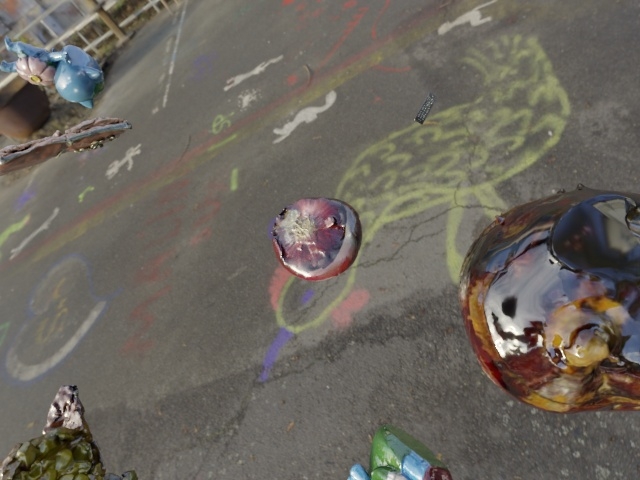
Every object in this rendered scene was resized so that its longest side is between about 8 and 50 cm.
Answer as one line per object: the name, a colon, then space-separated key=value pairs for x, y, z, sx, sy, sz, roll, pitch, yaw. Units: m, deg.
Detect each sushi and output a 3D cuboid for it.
sushi: x=-0.376 y=0.359 z=0.589 sx=0.179 sy=0.167 sz=0.296 roll=-39 pitch=18 yaw=9

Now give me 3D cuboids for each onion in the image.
onion: x=0.000 y=0.000 z=1.280 sx=0.271 sy=0.195 sz=0.272 roll=-5 pitch=68 yaw=12

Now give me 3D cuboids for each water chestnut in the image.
water chestnut: x=0.365 y=0.083 z=0.618 sx=0.334 sy=0.347 sz=0.336 roll=0 pitch=90 yaw=9

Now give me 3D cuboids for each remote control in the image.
remote control: x=0.305 y=-0.385 z=1.255 sx=0.091 sy=0.034 sz=0.016 roll=-61 pitch=16 yaw=5

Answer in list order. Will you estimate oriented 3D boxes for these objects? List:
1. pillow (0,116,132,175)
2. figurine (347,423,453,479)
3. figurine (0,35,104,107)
pillow: x=-0.462 y=-0.169 z=0.766 sx=0.232 sy=0.043 sz=0.126 roll=-34 pitch=16 yaw=-36
figurine: x=0.128 y=0.478 z=0.776 sx=0.185 sy=0.127 sz=0.234 roll=21 pitch=81 yaw=51
figurine: x=-0.538 y=-0.359 z=0.881 sx=0.114 sy=0.178 sz=0.145 roll=-60 pitch=34 yaw=31
